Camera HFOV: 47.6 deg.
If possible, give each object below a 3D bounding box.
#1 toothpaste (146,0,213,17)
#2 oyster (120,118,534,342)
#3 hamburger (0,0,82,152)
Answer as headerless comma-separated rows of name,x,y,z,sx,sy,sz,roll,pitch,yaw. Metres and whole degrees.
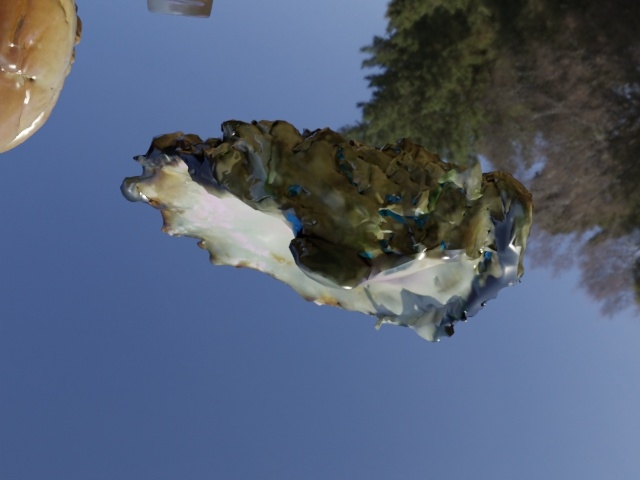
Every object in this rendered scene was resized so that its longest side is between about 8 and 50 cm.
toothpaste,-0.068,-0.286,0.394,0.056,0.314,0.058,1,-163,-17
oyster,0.002,-0.008,0.448,0.198,0.259,0.092,36,-108,-40
hamburger,-0.304,-0.155,0.496,0.146,0.286,0.243,-93,-22,-67
